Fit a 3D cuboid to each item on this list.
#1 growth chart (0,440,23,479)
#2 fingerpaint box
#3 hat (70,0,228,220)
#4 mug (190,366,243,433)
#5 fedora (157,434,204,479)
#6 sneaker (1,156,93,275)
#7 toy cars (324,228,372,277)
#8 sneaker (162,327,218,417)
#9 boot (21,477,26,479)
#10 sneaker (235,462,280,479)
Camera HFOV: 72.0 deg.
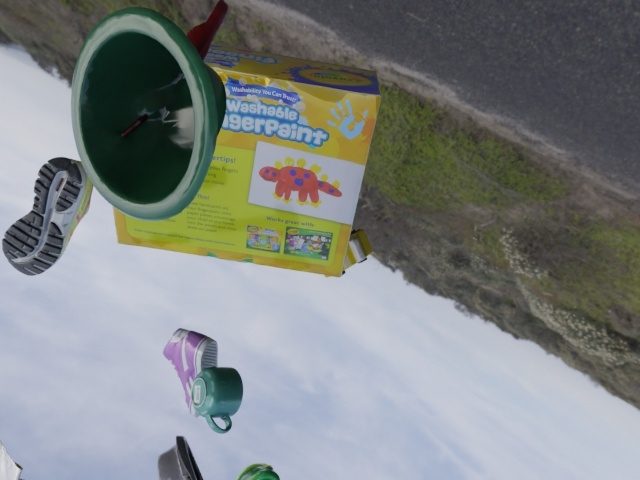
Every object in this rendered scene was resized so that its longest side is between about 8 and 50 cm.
[{"bbox_3d":[-0.421,0.305,0.549,0.237,0.171,0.021,31,-171,31],"label":"growth chart"},{"bbox_3d":[-0.146,-0.150,0.824,0.446,0.370,0.163,8,-145,-2],"label":"fingerpaint box"},{"bbox_3d":[-0.121,-0.137,0.458,0.173,0.208,0.184,29,-156,17],"label":"hat"},{"bbox_3d":[-0.275,0.408,1.159,0.098,0.129,0.158,17,-163,-43],"label":"mug"},{"bbox_3d":[-0.486,0.829,1.531,0.244,0.125,0.275,-2,109,70],"label":"fedora"},{"bbox_3d":[-0.405,-0.035,0.682,0.082,0.208,0.094,34,-168,-10],"label":"sneaker"},{"bbox_3d":[0.000,0.000,1.214,0.394,0.176,0.087,20,162,-30],"label":"toy cars"},{"bbox_3d":[-0.391,0.383,1.309,0.161,0.281,0.102,17,-159,19],"label":"sneaker"},{"bbox_3d":[-0.568,0.438,0.776,0.087,0.042,0.118,11,151,20],"label":"boot"},{"bbox_3d":[-0.143,0.533,0.749,0.110,0.295,0.123,23,144,-10],"label":"sneaker"}]
